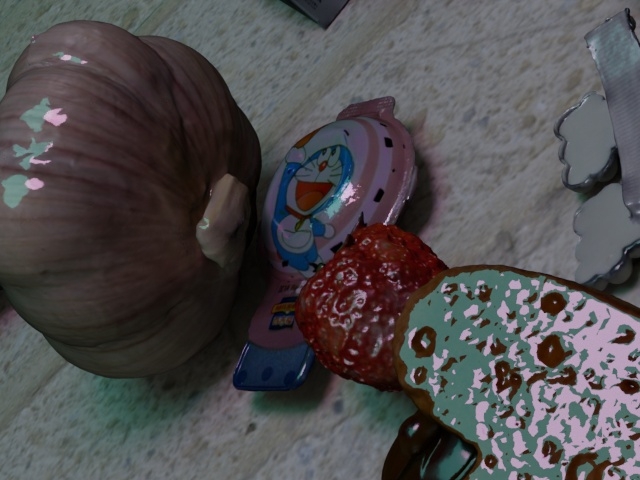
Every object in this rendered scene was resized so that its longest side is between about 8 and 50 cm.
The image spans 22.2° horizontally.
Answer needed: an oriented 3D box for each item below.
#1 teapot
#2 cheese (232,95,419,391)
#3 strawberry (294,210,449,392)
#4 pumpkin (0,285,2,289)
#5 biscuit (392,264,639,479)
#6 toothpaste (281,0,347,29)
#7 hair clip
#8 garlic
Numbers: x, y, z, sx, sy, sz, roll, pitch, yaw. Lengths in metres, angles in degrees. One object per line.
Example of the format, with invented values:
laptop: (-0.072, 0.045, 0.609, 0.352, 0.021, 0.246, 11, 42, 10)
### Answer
teapot: (0.090, 0.142, 1.150, 0.129, 0.078, 0.098, -49, 34, 5)
cheese: (0.000, 0.000, 1.393, 0.189, 0.074, 0.286, -6, 56, 49)
strawberry: (0.053, 0.056, 1.233, 0.131, 0.131, 0.148, -57, 32, -6)
pumpkin: (-0.414, -0.034, 1.809, 0.250, 0.216, 0.250, -6, 47, 6)
biscuit: (0.131, 0.159, 1.057, 0.262, 0.052, 0.277, 18, 75, 35)
toothpaste: (-0.073, -0.316, 1.761, 0.067, 0.081, 0.336, -51, 34, 2)
hair clip: (0.234, -0.074, 1.205, 0.140, 0.054, 0.220, -27, 43, 26)
garlic: (-0.174, -0.039, 1.439, 0.241, 0.322, 0.322, -7, 47, 7)
